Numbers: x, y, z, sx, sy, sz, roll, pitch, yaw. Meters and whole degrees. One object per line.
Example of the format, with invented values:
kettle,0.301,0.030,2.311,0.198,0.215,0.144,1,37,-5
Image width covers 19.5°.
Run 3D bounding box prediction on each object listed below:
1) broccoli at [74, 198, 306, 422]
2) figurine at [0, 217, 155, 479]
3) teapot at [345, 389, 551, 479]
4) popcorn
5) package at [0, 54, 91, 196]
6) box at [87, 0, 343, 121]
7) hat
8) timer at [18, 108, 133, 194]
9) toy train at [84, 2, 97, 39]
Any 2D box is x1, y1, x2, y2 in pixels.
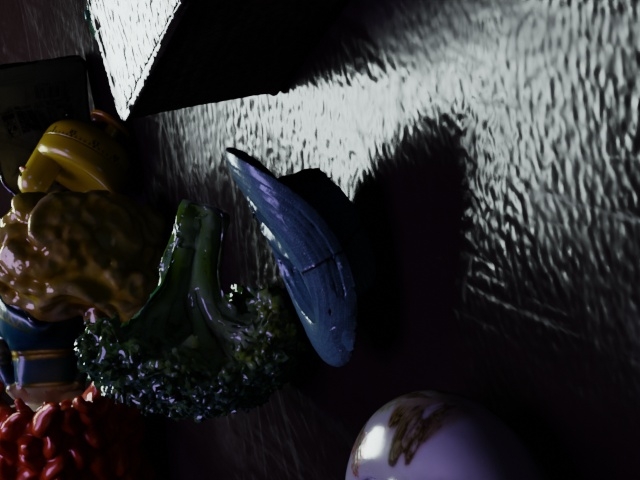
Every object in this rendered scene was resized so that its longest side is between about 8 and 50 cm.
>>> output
broccoli,-0.110,0.061,1.608,0.219,0.194,0.194,5,111,28
figurine,-0.318,0.164,2.153,0.306,0.241,0.412,126,140,-52
teapot,0.072,0.206,1.237,0.298,0.139,0.204,133,120,-65
popcorn,-0.234,0.013,1.896,0.163,0.194,0.140,-66,4,-35
package,-0.293,-0.080,2.034,0.030,0.154,0.239,-15,89,43
box,-0.088,-0.225,1.413,0.273,0.143,0.184,134,121,-66
hat,0.000,0.000,1.410,0.191,0.078,0.138,66,173,-22
timer,-0.256,-0.076,1.973,0.109,0.107,0.107,-62,11,-19
toy train,-0.205,-0.278,1.800,0.104,0.071,0.178,-132,33,-72
